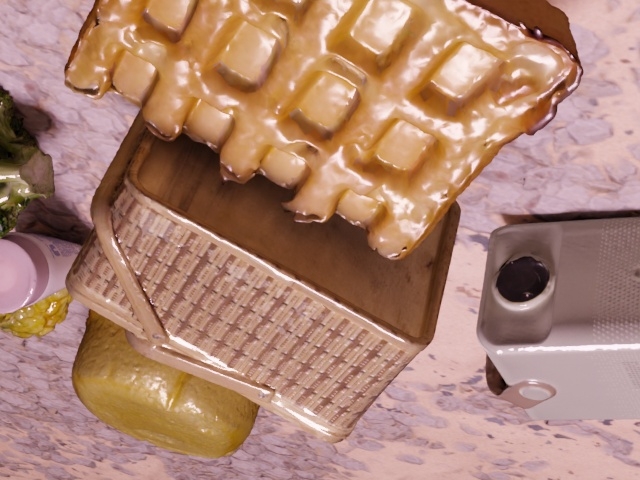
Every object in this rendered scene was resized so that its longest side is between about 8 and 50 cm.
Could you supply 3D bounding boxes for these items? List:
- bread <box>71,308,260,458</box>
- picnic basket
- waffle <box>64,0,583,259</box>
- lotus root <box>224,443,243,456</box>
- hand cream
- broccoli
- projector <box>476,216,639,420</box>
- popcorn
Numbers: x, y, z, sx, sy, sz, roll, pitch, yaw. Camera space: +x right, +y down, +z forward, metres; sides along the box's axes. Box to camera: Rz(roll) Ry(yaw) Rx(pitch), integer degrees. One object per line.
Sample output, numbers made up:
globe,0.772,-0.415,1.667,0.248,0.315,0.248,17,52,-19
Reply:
bread,-0.200,0.180,1.802,0.270,0.148,0.270,16,154,8
picnic basket,-0.056,0.007,1.259,0.313,0.228,0.175,29,130,-9
waffle,-0.007,-0.149,1.072,0.348,0.077,0.304,31,137,-7
lotus root,-0.199,0.271,2.039,0.183,0.077,0.090,12,162,7
hand cream,-0.330,0.023,1.575,0.133,0.083,0.248,15,-172,7
broccoli,-0.345,-0.074,1.407,0.138,0.146,0.162,4,154,27
projector,0.271,0.080,1.361,0.242,0.163,0.177,-3,146,28
popcorn,-0.367,0.063,1.725,0.106,0.116,0.120,51,169,35
